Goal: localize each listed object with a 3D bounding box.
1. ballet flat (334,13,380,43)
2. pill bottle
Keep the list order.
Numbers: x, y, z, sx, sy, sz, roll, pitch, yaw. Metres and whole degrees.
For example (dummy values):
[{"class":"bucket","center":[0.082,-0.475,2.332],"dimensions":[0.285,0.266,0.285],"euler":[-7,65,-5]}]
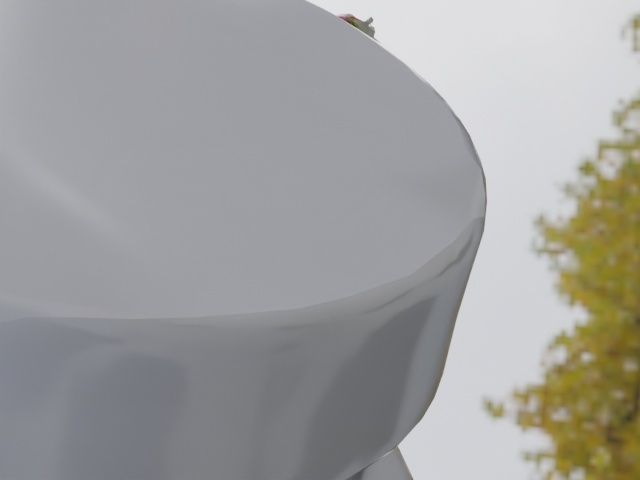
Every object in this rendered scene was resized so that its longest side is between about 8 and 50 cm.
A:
[{"class":"ballet flat","center":[0.000,0.000,0.904],"dimensions":[0.091,0.077,0.241],"euler":[10,-112,-47]},{"class":"pill bottle","center":[-0.091,0.123,0.471],"dimensions":[0.210,0.210,0.363],"euler":[-37,-32,-55]}]
